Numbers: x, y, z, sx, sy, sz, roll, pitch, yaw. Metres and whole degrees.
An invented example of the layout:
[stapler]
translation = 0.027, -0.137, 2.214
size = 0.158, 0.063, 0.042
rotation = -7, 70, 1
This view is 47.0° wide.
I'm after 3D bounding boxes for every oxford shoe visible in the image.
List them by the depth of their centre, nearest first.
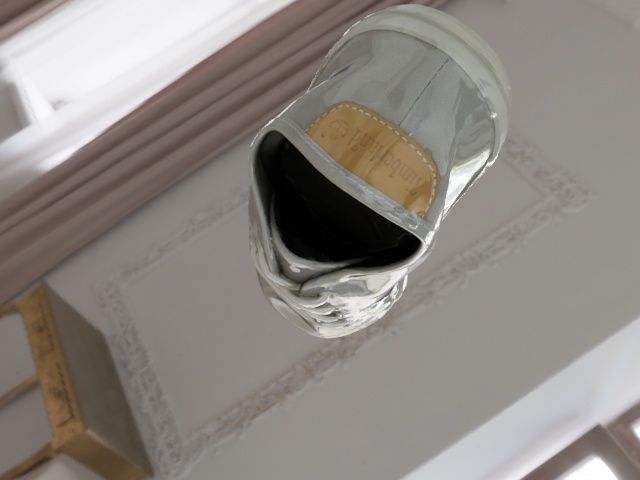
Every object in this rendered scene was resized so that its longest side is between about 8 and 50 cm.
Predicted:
[oxford shoe]
translation = 0.000, 0.000, 0.581
size = 0.169, 0.130, 0.449
rotation = 35, -24, 2
